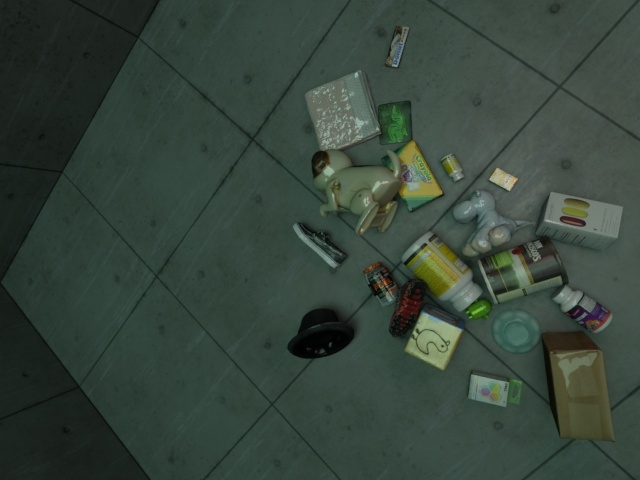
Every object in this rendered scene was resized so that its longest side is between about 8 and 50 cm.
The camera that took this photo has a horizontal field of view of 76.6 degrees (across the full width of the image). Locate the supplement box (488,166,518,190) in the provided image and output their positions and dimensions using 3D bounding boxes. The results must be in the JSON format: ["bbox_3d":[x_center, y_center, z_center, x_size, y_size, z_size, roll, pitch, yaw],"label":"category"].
[{"bbox_3d":[0.767,-0.256,1.704,0.099,0.036,0.062,34,104,16],"label":"supplement box"}]

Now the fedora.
[{"bbox_3d":[-0.007,0.433,1.943,0.334,0.334,0.152,-28,47,19],"label":"fedora"}]

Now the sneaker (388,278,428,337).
[{"bbox_3d":[0.370,0.284,1.749,0.098,0.135,0.275,21,99,-6],"label":"sneaker"}]

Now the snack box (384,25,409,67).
[{"bbox_3d":[0.348,-0.880,1.844,0.064,0.022,0.178,18,98,18],"label":"snack box"}]

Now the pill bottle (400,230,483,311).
[{"bbox_3d":[0.520,0.135,1.732,0.188,0.188,0.334,-46,76,16],"label":"pill bottle"}]

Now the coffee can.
[{"bbox_3d":[0.799,0.123,1.619,0.276,0.202,0.201,-23,84,20],"label":"coffee can"}]

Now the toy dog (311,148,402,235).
[{"bbox_3d":[0.128,-0.256,1.805,0.408,0.285,0.394,35,123,27],"label":"toy dog"}]

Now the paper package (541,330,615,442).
[{"bbox_3d":[0.952,0.530,1.520,0.168,0.310,0.323,-8,89,23],"label":"paper package"}]

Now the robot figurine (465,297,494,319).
[{"bbox_3d":[0.682,0.295,1.742,0.115,0.067,0.101,-35,72,18],"label":"robot figurine"}]

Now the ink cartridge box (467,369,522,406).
[{"bbox_3d":[0.746,0.638,1.734,0.210,0.062,0.108,8,94,20],"label":"ink cartridge box"}]

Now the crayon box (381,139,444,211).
[{"bbox_3d":[0.412,-0.285,1.812,0.166,0.081,0.278,-29,82,20],"label":"crayon box"}]

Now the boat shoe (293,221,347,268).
[{"bbox_3d":[0.000,0.000,1.968,0.301,0.108,0.102,43,106,11],"label":"boat shoe"}]

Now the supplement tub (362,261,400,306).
[{"bbox_3d":[0.282,0.199,1.863,0.117,0.117,0.190,-35,80,18],"label":"supplement tub"}]

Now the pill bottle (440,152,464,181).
[{"bbox_3d":[0.575,-0.314,1.759,0.065,0.065,0.116,-29,81,19],"label":"pill bottle"}]

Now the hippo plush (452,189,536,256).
[{"bbox_3d":[0.669,-0.093,1.643,0.294,0.234,0.236,-32,82,19],"label":"hippo plush"}]

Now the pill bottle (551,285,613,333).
[{"bbox_3d":[1.019,0.263,1.591,0.194,0.108,0.108,39,105,15],"label":"pill bottle"}]

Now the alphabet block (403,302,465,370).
[{"bbox_3d":[0.495,0.409,1.751,0.193,0.193,0.196,24,100,20],"label":"alphabet block"}]

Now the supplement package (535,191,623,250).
[{"bbox_3d":[0.984,-0.074,1.556,0.244,0.133,0.138,16,72,19],"label":"supplement package"}]

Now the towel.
[{"bbox_3d":[0.102,-0.604,1.931,0.317,0.053,0.331,-17,85,22],"label":"towel"}]

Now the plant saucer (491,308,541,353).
[{"bbox_3d":[0.825,0.387,1.708,0.195,0.037,0.194,1,92,21],"label":"plant saucer"}]

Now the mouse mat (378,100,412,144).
[{"bbox_3d":[0.344,-0.542,1.869,0.153,0.007,0.189,-3,92,21],"label":"mouse mat"}]
